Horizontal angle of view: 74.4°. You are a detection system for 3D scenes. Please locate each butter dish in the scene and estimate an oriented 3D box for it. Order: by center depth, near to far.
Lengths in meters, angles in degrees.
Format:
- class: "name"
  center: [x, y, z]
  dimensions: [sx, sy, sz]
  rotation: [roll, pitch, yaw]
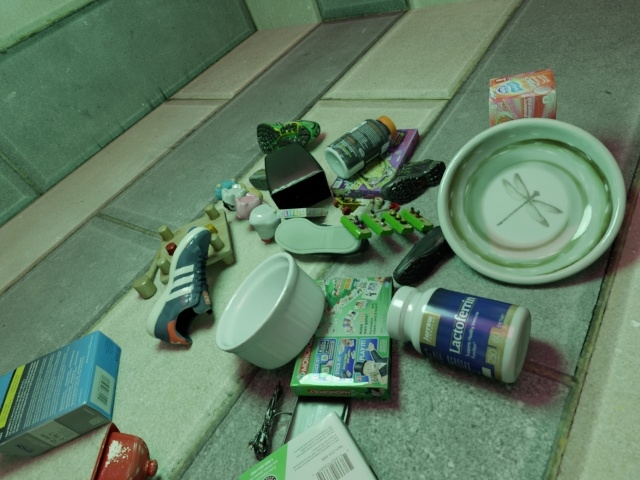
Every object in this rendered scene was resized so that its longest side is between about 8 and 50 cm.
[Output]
- class: "butter dish"
  center: [-0.420, 0.503, 0.929]
  dimensions: [0.118, 0.160, 0.160]
  rotation: [0, 43, -5]

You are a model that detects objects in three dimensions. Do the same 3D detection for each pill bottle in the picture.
- class: "pill bottle"
  center: [0.285, 0.184, 0.888]
  dimensions: [0.265, 0.153, 0.153]
  rotation: [10, 52, 35]
- class: "pill bottle"
  center: [0.145, -0.329, 1.447]
  dimensions: [0.246, 0.130, 0.130]
  rotation: [-37, 42, -13]

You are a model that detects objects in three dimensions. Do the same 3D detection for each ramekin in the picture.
- class: "ramekin"
  center: [-0.118, 0.178, 1.042]
  dimensions: [0.277, 0.135, 0.277]
  rotation: [-40, 25, 23]

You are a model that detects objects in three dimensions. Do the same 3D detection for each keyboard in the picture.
- class: "keyboard"
  center: [-0.040, 0.389, 0.928]
  dimensions: [0.202, 0.033, 0.317]
  rotation: [2, 47, 21]

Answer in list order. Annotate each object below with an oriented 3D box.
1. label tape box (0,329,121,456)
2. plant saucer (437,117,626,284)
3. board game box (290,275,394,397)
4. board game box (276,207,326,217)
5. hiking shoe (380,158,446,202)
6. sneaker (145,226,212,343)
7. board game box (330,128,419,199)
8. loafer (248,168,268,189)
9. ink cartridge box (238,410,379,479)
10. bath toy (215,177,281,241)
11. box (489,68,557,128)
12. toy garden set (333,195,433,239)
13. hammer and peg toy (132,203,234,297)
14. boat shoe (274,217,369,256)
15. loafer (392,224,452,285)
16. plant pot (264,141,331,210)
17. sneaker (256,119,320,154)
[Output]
- class: "label tape box"
  center: [-0.749, 0.438, 1.169]
  dimensions: [0.348, 0.115, 0.249]
  rotation: [-27, 40, 2]
- class: "plant saucer"
  center: [0.497, -0.091, 1.032]
  dimensions: [0.401, 0.100, 0.400]
  rotation: [-4, 81, 25]
- class: "board game box"
  center: [0.065, 0.218, 1.013]
  dimensions: [0.214, 0.046, 0.317]
  rotation: [-5, 41, 16]
- class: "board game box"
  center: [-0.058, -0.089, 1.368]
  dimensions: [0.103, 0.026, 0.154]
  rotation: [-1, 3, 24]
- class: "hiking shoe"
  center: [0.284, -0.195, 1.355]
  dimensions: [0.227, 0.086, 0.114]
  rotation: [-25, 29, -10]
- class: "sneaker"
  center: [-0.368, 0.137, 1.238]
  dimensions: [0.148, 0.131, 0.350]
  rotation: [17, 84, 17]
- class: "board game box"
  center: [0.199, -0.278, 1.500]
  dimensions: [0.208, 0.056, 0.347]
  rotation: [5, 49, 36]
- class: "loafer"
  center: [-0.164, -0.245, 1.607]
  dimensions: [0.251, 0.094, 0.087]
  rotation: [9, 56, 34]
- class: "ink cartridge box"
  center: [0.021, 0.482, 0.707]
  dimensions: [0.211, 0.121, 0.289]
  rotation: [-32, 48, -7]
- class: "bath toy"
  center: [-0.239, -0.106, 1.478]
  dimensions: [0.151, 0.129, 0.348]
  rotation: [-22, 37, -26]
- class: "box"
  center: [0.537, -0.276, 1.130]
  dimensions: [0.154, 0.300, 0.142]
  rotation: [-2, 42, 25]
- class: "toy garden set"
  center: [0.171, -0.085, 1.223]
  dimensions: [0.244, 0.049, 0.204]
  rotation: [-8, 32, -23]
- class: "hammer and peg toy"
  center: [-0.481, 0.031, 1.448]
  dimensions: [0.361, 0.127, 0.266]
  rotation: [-24, 41, 1]
- class: "boat shoe"
  center: [0.000, 0.000, 1.276]
  dimensions: [0.303, 0.091, 0.114]
  rotation: [11, 82, 33]
- class: "loafer"
  center: [0.273, 0.036, 1.116]
  dimensions: [0.223, 0.076, 0.078]
  rotation: [-39, 29, -14]
- class: "plant pot"
  center: [-0.089, -0.215, 1.428]
  dimensions: [0.187, 0.188, 0.167]
  rotation: [-25, 67, 0]
- class: "sneaker"
  center: [-0.143, -0.446, 1.810]
  dimensions: [0.344, 0.134, 0.146]
  rotation: [11, 27, 39]
